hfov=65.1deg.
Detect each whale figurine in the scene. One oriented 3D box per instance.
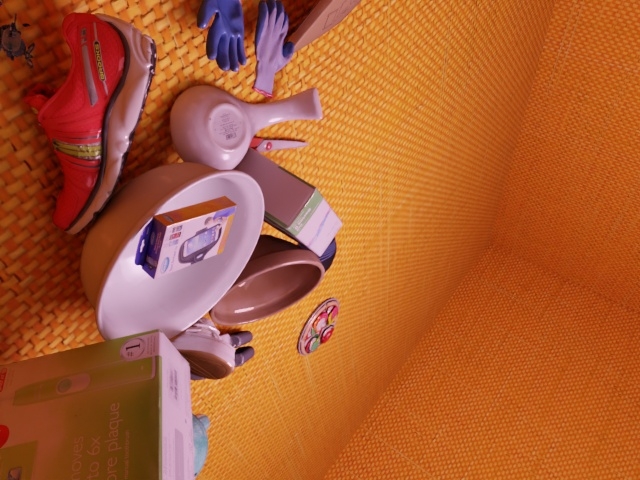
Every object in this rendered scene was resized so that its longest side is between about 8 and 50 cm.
[{"bbox_3d":[-0.306,0.476,1.074,0.216,0.141,0.271,-45,150,-29],"label":"whale figurine"}]

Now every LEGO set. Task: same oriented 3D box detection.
[{"bbox_3d":[-0.323,-0.212,0.505,0.054,0.024,0.083,-40,134,-40],"label":"LEGO set"}]

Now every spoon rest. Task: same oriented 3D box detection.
[{"bbox_3d":[-0.120,-0.191,0.810,0.277,0.084,0.137,-26,111,-39],"label":"spoon rest"}]

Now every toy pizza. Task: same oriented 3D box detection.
[{"bbox_3d":[0.004,0.271,1.547,0.201,0.032,0.201,-42,148,-34],"label":"toy pizza"}]

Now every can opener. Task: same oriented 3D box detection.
[{"bbox_3d":[-0.196,0.228,1.038,0.280,0.093,0.074,41,42,-82],"label":"can opener"}]

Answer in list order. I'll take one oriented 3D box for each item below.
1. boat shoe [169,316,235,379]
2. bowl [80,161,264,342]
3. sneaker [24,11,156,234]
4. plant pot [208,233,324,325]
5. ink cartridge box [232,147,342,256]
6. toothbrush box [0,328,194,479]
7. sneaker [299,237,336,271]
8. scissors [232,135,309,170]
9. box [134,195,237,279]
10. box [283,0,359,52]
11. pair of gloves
[{"bbox_3d":[-0.219,0.170,0.852,0.098,0.277,0.096,45,57,-25],"label":"boat shoe"},{"bbox_3d":[-0.229,0.000,0.727,0.298,0.134,0.297,-45,157,-25],"label":"bowl"},{"bbox_3d":[-0.281,-0.132,0.584,0.119,0.107,0.278,19,121,-22],"label":"sneaker"},{"bbox_3d":[-0.119,0.063,0.984,0.238,0.109,0.237,-22,156,-10],"label":"plant pot"},{"bbox_3d":[-0.062,-0.064,0.936,0.093,0.154,0.212,-57,160,-2],"label":"ink cartridge box"},{"bbox_3d":[-0.313,0.254,0.620,0.284,0.206,0.122,-13,143,1],"label":"toothbrush box"},{"bbox_3d":[0.000,0.000,1.228,0.090,0.081,0.232,-39,153,-43],"label":"sneaker"},{"bbox_3d":[-0.106,-0.181,0.914,0.297,0.021,0.108,-31,139,-43],"label":"scissors"},{"bbox_3d":[-0.167,-0.004,0.626,0.136,0.028,0.081,-29,148,-54],"label":"box"},{"bbox_3d":[0.036,-0.390,0.816,0.164,0.021,0.201,-43,-170,-31],"label":"box"},{"bbox_3d":[-0.100,-0.303,0.732,0.198,0.023,0.159,15,81,-57],"label":"pair of gloves"}]
